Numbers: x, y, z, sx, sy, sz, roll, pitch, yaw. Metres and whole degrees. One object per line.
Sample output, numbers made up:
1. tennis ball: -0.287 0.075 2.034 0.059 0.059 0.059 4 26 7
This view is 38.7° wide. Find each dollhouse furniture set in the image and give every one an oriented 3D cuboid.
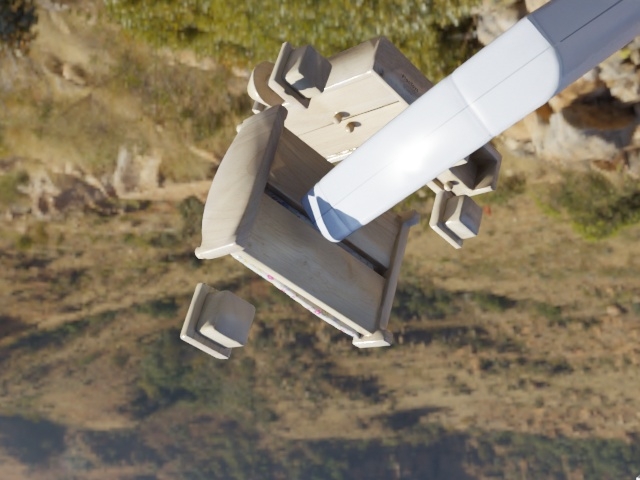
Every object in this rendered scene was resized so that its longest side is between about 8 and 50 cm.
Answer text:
1. dollhouse furniture set: 0.000 0.000 0.893 0.173 0.356 0.303 -12 142 45

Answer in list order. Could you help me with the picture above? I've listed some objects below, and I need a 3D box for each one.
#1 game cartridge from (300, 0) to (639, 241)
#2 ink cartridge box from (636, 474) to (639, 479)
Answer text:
1. game cartridge: 0.108 -0.094 0.673 0.196 0.060 0.294 -31 177 -34
2. ink cartridge box: 0.403 0.251 0.962 0.052 0.122 0.089 15 139 61
